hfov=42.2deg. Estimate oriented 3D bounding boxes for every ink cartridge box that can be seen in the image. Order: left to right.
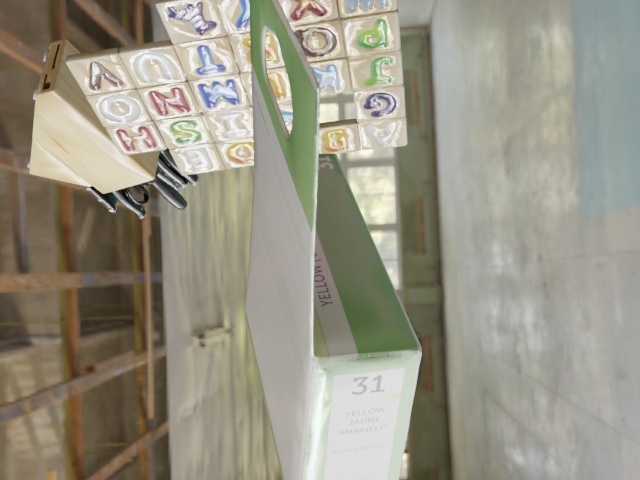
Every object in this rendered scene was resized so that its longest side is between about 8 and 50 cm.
[{"bbox_3d":[0.000,0.000,0.398,0.171,0.056,0.235,-110,21,-53],"label":"ink cartridge box"}]

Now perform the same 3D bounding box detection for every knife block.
[{"bbox_3d":[-0.272,-0.135,1.153,0.275,0.242,0.088,126,151,-56],"label":"knife block"}]

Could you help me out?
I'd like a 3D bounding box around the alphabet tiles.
[{"bbox_3d":[-0.056,-0.115,0.627,0.198,0.237,0.009,74,-170,-60],"label":"alphabet tiles"}]
